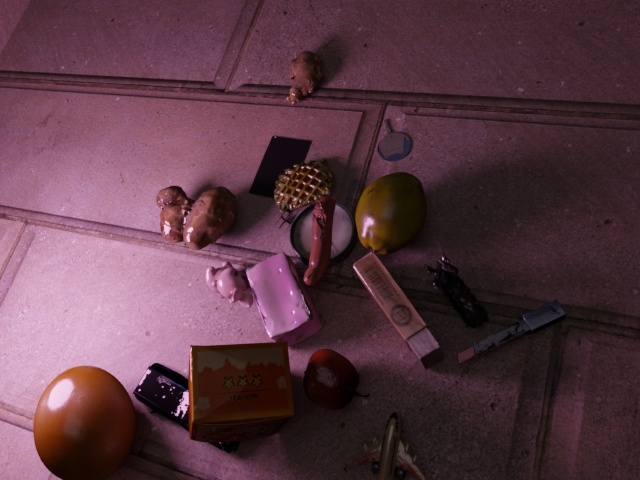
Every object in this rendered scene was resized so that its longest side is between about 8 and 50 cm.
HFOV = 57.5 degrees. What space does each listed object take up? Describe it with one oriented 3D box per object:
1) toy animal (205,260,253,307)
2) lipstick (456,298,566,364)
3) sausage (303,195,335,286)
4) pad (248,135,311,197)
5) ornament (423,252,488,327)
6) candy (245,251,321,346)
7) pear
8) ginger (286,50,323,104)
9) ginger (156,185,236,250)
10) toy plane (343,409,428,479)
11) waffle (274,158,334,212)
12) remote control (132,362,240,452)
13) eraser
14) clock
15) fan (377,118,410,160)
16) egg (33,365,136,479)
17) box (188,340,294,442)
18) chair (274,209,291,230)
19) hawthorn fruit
[{"bbox_3d":[-0.272,0.138,1.844,0.212,0.124,0.124,18,72,48],"label":"toy animal"},{"bbox_3d":[0.511,0.255,1.588,0.312,0.051,0.051,-28,63,7],"label":"lipstick"},{"bbox_3d":[0.000,0.000,1.808,0.078,0.078,0.304,0,67,18],"label":"sausage"},{"bbox_3d":[-0.143,-0.260,2.068,0.164,0.004,0.243,12,71,23],"label":"pad"},{"bbox_3d":[0.365,0.135,1.584,0.080,0.236,0.202,-35,59,7],"label":"ornament"},{"bbox_3d":[-0.117,0.179,1.794,0.155,0.116,0.265,-29,61,5],"label":"candy"},{"bbox_3d":[0.212,-0.084,1.754,0.212,0.212,0.269,21,76,26],"label":"pear"},{"bbox_3d":[-0.056,-0.601,2.157,0.137,0.074,0.213,-7,60,25],"label":"ginger"},{"bbox_3d":[-0.445,-0.086,2.003,0.304,0.155,0.244,8,71,21],"label":"ginger"},{"bbox_3d":[0.180,0.570,1.530,0.229,0.092,0.244,6,68,23],"label":"toy plane"},{"bbox_3d":[-0.057,-0.186,1.960,0.214,0.054,0.208,-17,50,8],"label":"waffle"},{"bbox_3d":[-0.402,0.504,1.771,0.399,0.062,0.144,20,73,24],"label":"remote control"},{"bbox_3d":[0.220,0.198,1.657,0.078,0.144,0.343,-34,60,0],"label":"eraser"},{"bbox_3d":[0.007,-0.022,1.884,0.226,0.049,0.226,-7,64,15],"label":"clock"},{"bbox_3d":[0.241,-0.343,1.976,0.113,0.005,0.175,-18,62,10],"label":"fan"},{"bbox_3d":[-0.694,0.539,1.728,0.283,0.282,0.351,-26,54,6],"label":"egg"},{"bbox_3d":[-0.226,0.416,1.581,0.260,0.283,0.213,1,64,-13],"label":"box"},{"bbox_3d":[-0.115,-0.072,1.953,0.042,0.037,0.086,24,80,39],"label":"chair"},{"bbox_3d":[0.045,0.397,1.630,0.194,0.157,0.157,23,75,7],"label":"hawthorn fruit"}]
